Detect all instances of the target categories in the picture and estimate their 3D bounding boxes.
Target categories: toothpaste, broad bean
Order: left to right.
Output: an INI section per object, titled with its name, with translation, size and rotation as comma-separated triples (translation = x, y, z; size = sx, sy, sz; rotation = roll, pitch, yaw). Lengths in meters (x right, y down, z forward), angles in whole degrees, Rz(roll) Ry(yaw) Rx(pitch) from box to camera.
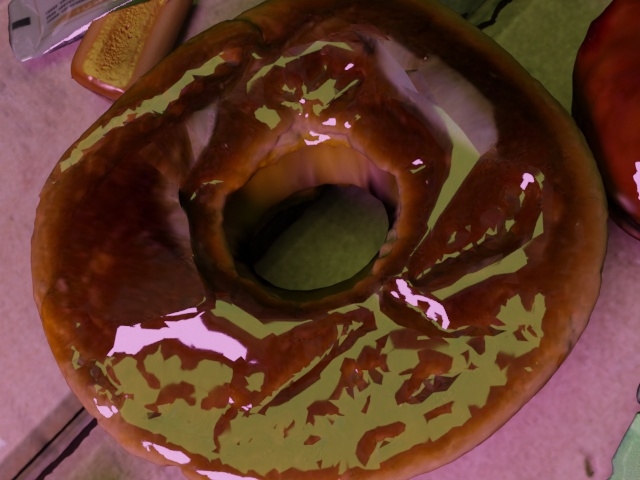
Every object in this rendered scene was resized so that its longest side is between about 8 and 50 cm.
[toothpaste]
translation = -0.124, -0.204, 0.816
size = 0.255, 0.037, 0.067
rotation = -20, 62, 11
[broad bean]
translation = 0.238, -0.104, 0.635
size = 0.156, 0.122, 0.228
rotation = 31, 86, 25

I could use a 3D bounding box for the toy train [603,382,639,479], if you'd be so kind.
[toy train]
translation = 0.245, 0.138, 0.581
size = 0.178, 0.071, 0.105
rotation = 28, 89, 23

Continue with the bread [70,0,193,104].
[bread]
translation = -0.139, -0.148, 0.793
size = 0.062, 0.049, 0.103
rotation = 21, 76, 1

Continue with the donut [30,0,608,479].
[donut]
translation = 0.000, 0.000, 0.660
size = 0.330, 0.160, 0.330
rotation = -1, 78, 5
